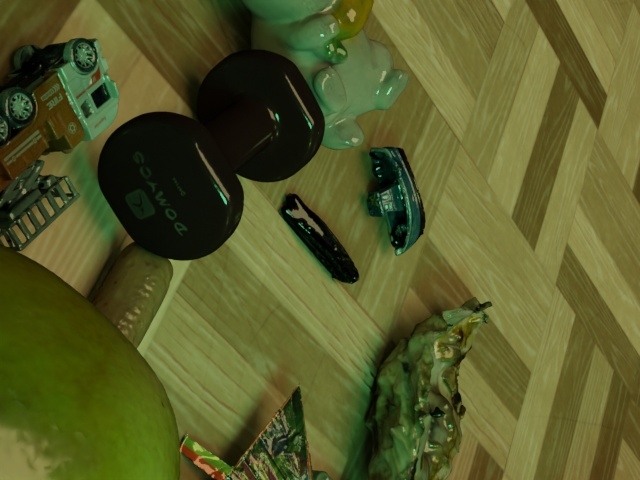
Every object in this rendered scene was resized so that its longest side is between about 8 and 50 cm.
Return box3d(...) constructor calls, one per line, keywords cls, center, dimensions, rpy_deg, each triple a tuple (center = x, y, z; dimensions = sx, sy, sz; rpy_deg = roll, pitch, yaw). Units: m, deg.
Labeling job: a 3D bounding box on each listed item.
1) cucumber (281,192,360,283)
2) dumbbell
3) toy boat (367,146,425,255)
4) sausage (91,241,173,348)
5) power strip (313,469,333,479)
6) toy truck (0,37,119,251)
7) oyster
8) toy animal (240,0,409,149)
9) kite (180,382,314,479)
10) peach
box3d(cls="cucumber", center=(0.001, 0.000, 1.263), dimensions=(0.135, 0.034, 0.033), rpy_deg=(52, 53, -34))
box3d(cls="dumbbell", center=(-0.097, -0.086, 1.048), dimensions=(0.140, 0.124, 0.225), rpy_deg=(59, 34, -11))
box3d(cls="toy boat", center=(0.088, -0.050, 1.365), dimensions=(0.061, 0.060, 0.137), rpy_deg=(-23, 106, -25))
box3d(cls="sausage", center=(-0.212, 0.122, 0.956), dimensions=(0.066, 0.066, 0.301), rpy_deg=(55, 49, -32))
box3d(cls="power strip", center=(-0.041, 0.330, 1.145), dimensions=(0.145, 0.061, 0.215), rpy_deg=(52, 47, -29))
box3d(cls="toy truck", center=(-0.240, -0.088, 0.931), dimensions=(0.178, 0.080, 0.115), rpy_deg=(-53, 130, -40))
box3d(cls="oyster", center=(0.120, 0.200, 1.352), dimensions=(0.354, 0.107, 0.201), rpy_deg=(-52, 146, -56))
box3d(cls="toy animal", center=(-0.030, -0.259, 1.165), dimensions=(0.325, 0.154, 0.208), rpy_deg=(49, 55, -28))
box3d(cls="kite", center=(-0.064, 0.250, 1.107), dimensions=(0.183, 0.014, 0.241), rpy_deg=(40, 59, -10))
box3d(cls="peach", center=(-0.247, 0.142, 0.713), dimensions=(0.315, 0.281, 0.314), rpy_deg=(41, 52, -25))
